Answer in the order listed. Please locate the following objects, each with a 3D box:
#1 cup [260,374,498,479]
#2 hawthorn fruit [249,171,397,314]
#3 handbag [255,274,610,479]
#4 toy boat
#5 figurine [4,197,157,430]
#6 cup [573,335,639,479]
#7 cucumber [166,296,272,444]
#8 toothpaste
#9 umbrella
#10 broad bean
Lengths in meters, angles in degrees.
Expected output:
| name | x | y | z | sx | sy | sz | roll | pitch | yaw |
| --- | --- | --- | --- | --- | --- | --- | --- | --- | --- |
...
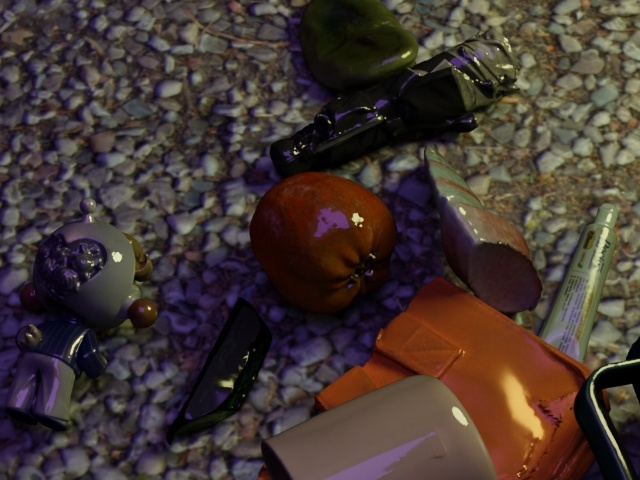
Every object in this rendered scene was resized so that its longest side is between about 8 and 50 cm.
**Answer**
| name | x | y | z | sx | sy | sz | roll | pitch | yaw |
| --- | --- | --- | --- | --- | --- | --- | --- | --- | --- |
| cup | 0.082 | 0.277 | 1.623 | 0.200 | 0.191 | 0.253 | -25 | 58 | -12 |
| hawthorn fruit | 0.000 | 0.000 | 1.949 | 0.189 | 0.189 | 0.189 | -2 | 58 | 3 |
| handbag | 0.119 | 0.263 | 1.803 | 0.303 | 0.116 | 0.410 | 33 | 66 | 23 |
| toy boat | 0.179 | -0.046 | 1.965 | 0.096 | 0.206 | 0.282 | -34 | 43 | 14 |
| figurine | -0.322 | 0.095 | 1.943 | 0.194 | 0.133 | 0.274 | 31 | 78 | 34 |
| cup | 0.465 | 0.229 | 1.721 | 0.308 | 0.242 | 0.292 | -22 | 61 | 10 |
| cucumber | -0.117 | 0.166 | 1.927 | 0.070 | 0.046 | 0.220 | 22 | 61 | 8 |
| toothpaste | 0.329 | 0.061 | 1.959 | 0.067 | 0.037 | 0.255 | 19 | 64 | 9 |
| umbrella | 0.103 | -0.169 | 2.083 | 0.357 | 0.113 | 0.106 | -25 | 32 | -5 |
| broad bean | 0.052 | -0.276 | 2.182 | 0.153 | 0.072 | 0.206 | -34 | 50 | -18 |
